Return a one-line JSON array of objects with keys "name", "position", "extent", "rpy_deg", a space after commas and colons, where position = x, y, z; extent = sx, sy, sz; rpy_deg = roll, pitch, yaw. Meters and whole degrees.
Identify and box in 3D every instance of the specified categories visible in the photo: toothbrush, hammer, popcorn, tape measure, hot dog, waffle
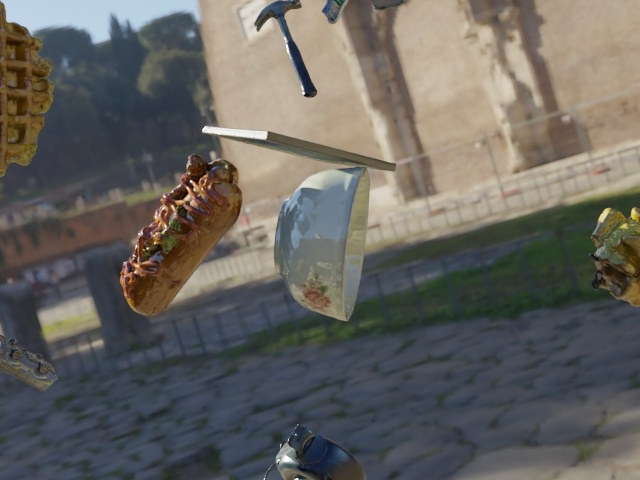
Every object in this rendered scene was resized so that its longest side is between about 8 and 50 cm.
[{"name": "toothbrush", "position": [0.066, -0.425, 1.466], "extent": [0.030, 0.304, 0.030], "rpy_deg": [21, -15, 6]}, {"name": "hammer", "position": [-0.060, -0.373, 2.132], "extent": [0.103, 0.246, 0.029], "rpy_deg": [-20, -29, 3]}, {"name": "popcorn", "position": [0.491, 0.024, 1.708], "extent": [0.152, 0.167, 0.148], "rpy_deg": [-23, 0, -11]}, {"name": "tape measure", "position": [-0.026, 0.292, 1.183], "extent": [0.104, 0.107, 0.180], "rpy_deg": [-51, 3, 45]}, {"name": "hot dog", "position": [-0.265, -0.011, 1.977], "extent": [0.117, 0.158, 0.349], "rpy_deg": [22, -52, -27]}, {"name": "waffle", "position": [-0.516, -0.231, 1.578], "extent": [0.058, 0.301, 0.281], "rpy_deg": [-8, -29, 43]}]

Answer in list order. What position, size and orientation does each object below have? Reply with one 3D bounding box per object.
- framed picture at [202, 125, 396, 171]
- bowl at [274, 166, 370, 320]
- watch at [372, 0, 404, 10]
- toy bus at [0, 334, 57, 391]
[{"name": "framed picture", "position": [-0.038, -0.166, 1.961], "extent": [0.289, 0.016, 0.213], "rpy_deg": [10, 1, -38]}, {"name": "bowl", "position": [0.000, 0.000, 1.931], "extent": [0.145, 0.277, 0.277], "rpy_deg": [5, 6, 8]}, {"name": "watch", "position": [0.088, -0.495, 1.869], "extent": [0.068, 0.276, 0.274], "rpy_deg": [-9, -34, 16]}, {"name": "toy bus", "position": [-0.595, 0.245, 2.169], "extent": [0.061, 0.153, 0.051], "rpy_deg": [-48, 38, 4]}]
